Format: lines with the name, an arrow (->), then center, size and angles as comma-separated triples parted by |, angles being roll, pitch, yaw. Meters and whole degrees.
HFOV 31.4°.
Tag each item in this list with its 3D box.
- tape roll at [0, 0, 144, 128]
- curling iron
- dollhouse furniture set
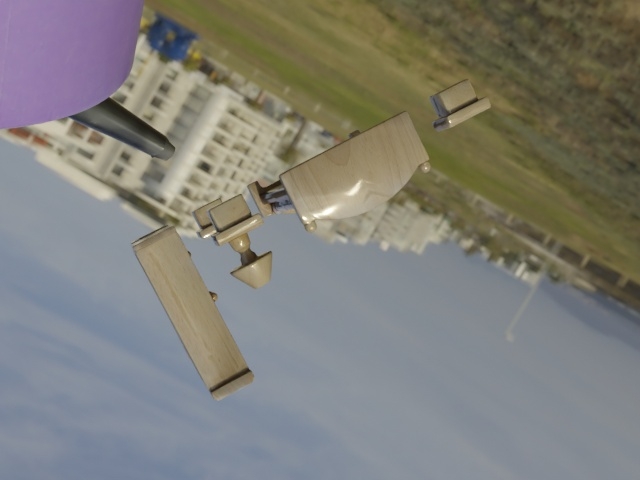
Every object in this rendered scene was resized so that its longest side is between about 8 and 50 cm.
tape roll -> -0.162, -0.123, 0.453 | 0.189, 0.080, 0.189 | 13, -150, -8
curling iron -> -0.183, -0.094, 0.774 | 0.274, 0.035, 0.068 | 24, -133, -64
dollhouse furniture set -> 0.000, 0.000, 1.190 | 0.173, 0.356, 0.303 | 64, 170, -6
